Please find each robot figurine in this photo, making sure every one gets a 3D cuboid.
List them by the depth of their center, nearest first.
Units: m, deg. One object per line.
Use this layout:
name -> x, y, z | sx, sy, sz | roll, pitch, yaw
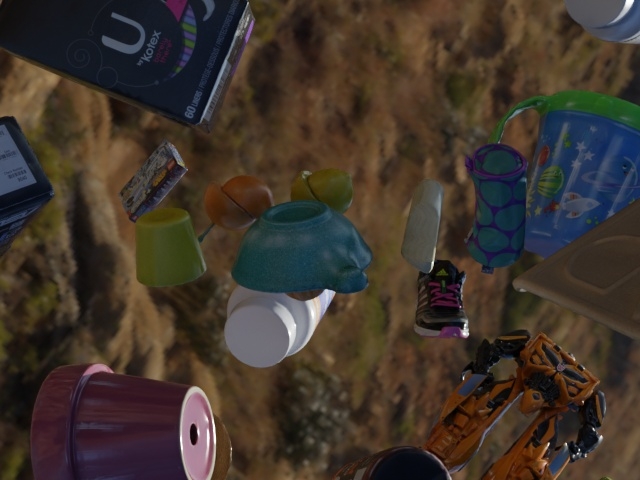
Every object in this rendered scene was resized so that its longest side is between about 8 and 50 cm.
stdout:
robot figurine -> 0.265, 0.240, 1.808 | 0.291, 0.211, 0.085 | -44, 169, -32

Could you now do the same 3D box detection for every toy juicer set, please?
toy juicer set -> 0.000, 0.000, 1.300 | 0.209, 0.329, 0.090 | -38, 125, -53

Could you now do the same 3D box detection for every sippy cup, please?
sippy cup -> 0.404, -0.073, 2.015 | 0.224, 0.305, 0.240 | -65, 148, -11

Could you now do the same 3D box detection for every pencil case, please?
pencil case -> 0.197, -0.037, 1.521 | 0.152, 0.070, 0.064 | 85, 10, -45

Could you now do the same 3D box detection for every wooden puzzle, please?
wooden puzzle -> 0.453, 0.028, 1.639 | 0.322, 0.348, 0.080 | -31, 112, -18

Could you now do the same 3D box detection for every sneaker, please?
sneaker -> 0.143, 0.066, 1.607 | 0.170, 0.063, 0.075 | -90, -177, -75

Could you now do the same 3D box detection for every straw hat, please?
straw hat -> -0.166, 0.314, 1.933 | 0.061, 0.144, 0.144 | 22, 102, -53

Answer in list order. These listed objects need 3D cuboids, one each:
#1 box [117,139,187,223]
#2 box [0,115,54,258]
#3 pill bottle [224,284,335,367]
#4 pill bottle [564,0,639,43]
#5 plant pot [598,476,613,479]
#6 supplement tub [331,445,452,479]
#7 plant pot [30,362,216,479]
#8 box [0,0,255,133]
box -> -0.300, -0.104, 2.409 | 0.027, 0.094, 0.137 | 34, 104, -35
box -> -0.462, 0.047, 1.179 | 0.395, 0.097, 0.318 | -26, 170, -37
pill bottle -> -0.070, 0.106, 2.280 | 0.152, 0.152, 0.272 | -65, 177, 25
pill bottle -> 0.369, -0.291, 1.622 | 0.193, 0.108, 0.108 | -8, 130, -54
plant pot -> 0.328, 0.414, 1.397 | 0.207, 0.227, 0.228 | -47, 141, 5
supplement tub -> 0.067, 0.290, 1.499 | 0.106, 0.106, 0.198 | -48, -178, -23
plant pot -> -0.235, 0.250, 1.673 | 0.201, 0.180, 0.201 | -5, 90, -75
box -> -0.232, -0.254, 1.616 | 0.143, 0.270, 0.165 | 9, 103, -89
